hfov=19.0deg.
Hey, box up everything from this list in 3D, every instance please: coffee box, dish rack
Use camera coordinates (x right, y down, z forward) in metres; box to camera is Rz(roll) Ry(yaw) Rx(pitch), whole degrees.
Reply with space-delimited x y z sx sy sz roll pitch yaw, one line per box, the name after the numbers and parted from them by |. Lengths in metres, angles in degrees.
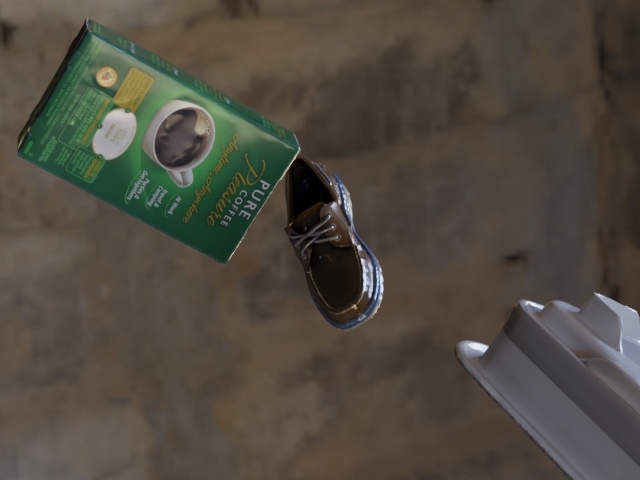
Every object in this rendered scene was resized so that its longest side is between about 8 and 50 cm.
-0.121 -0.072 1.423 0.184 0.113 0.040 27 15 -17 | coffee box
0.251 0.135 0.975 0.332 0.072 0.285 23 15 -35 | dish rack

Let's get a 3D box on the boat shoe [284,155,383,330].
0.000 0.000 1.653 0.066 0.066 0.183 -33 44 11 | boat shoe
